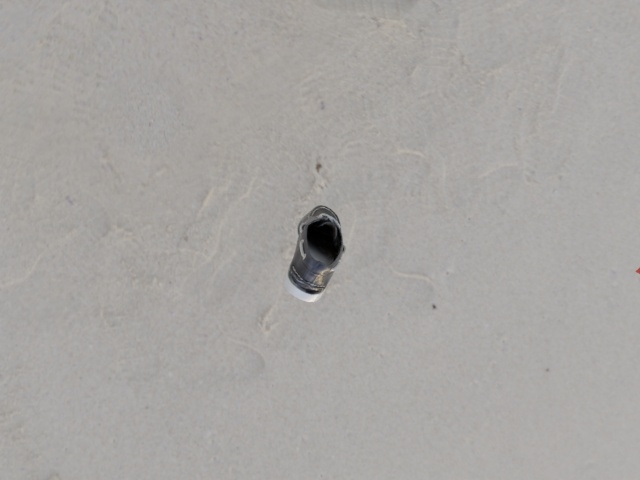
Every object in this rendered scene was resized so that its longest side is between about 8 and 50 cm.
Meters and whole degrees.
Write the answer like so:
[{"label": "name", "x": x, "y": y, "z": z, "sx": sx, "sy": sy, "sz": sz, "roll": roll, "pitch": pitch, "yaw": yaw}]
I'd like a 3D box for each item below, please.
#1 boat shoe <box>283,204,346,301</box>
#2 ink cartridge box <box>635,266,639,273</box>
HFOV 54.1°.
[{"label": "boat shoe", "x": 0.000, "y": 0.000, "z": 0.514, "sx": 0.046, "sy": 0.125, "sz": 0.038, "roll": 29, "pitch": 121, "yaw": -3}, {"label": "ink cartridge box", "x": 0.307, "y": -0.007, "z": 0.485, "sx": 0.115, "sy": 0.063, "sz": 0.029, "roll": -42, "pitch": 134, "yaw": -7}]
